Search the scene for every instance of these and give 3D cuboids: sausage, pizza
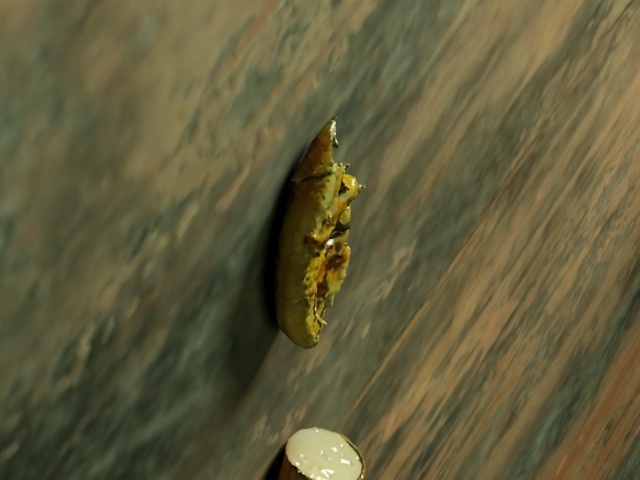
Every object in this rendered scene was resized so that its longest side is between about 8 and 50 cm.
[{"bbox_3d":[-0.008,0.118,0.641,0.031,0.031,0.107,-34,144,-51],"label":"sausage"},{"bbox_3d":[0.000,0.000,0.543,0.037,0.016,0.083,-47,153,-49],"label":"pizza"}]
